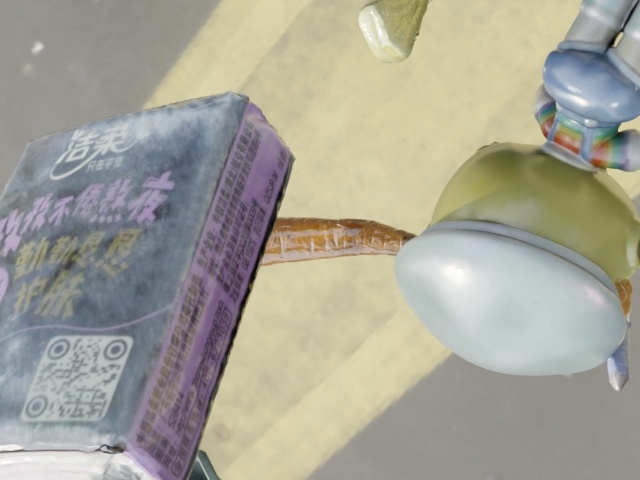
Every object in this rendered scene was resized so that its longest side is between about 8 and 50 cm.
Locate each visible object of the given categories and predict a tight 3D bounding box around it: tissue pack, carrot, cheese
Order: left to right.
[{"bbox_3d":[-0.185,0.049,1.295,0.259,0.361,0.122,-9,136,29],"label":"tissue pack"},{"bbox_3d":[0.000,0.000,1.801,0.248,0.059,0.059,-2,119,16],"label":"carrot"},{"bbox_3d":[0.044,-0.145,0.940,0.030,0.083,0.044,-9,136,33],"label":"cheese"}]

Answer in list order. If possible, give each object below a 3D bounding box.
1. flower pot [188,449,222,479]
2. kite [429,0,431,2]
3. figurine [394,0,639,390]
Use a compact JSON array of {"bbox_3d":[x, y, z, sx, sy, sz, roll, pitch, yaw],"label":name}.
[{"bbox_3d":[-0.180,0.295,1.530,0.229,0.103,0.108,-23,144,8],"label":"flower pot"},{"bbox_3d":[0.107,-0.293,1.383,0.204,0.360,0.022,-41,76,2],"label":"kite"},{"bbox_3d":[0.194,-0.066,1.386,0.225,0.205,0.381,15,97,29],"label":"figurine"}]
